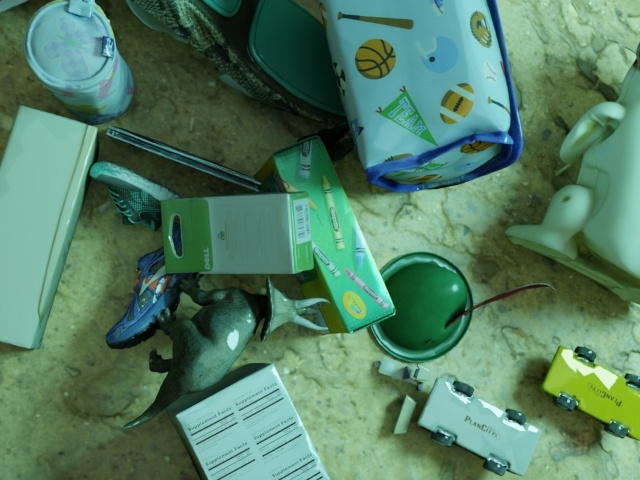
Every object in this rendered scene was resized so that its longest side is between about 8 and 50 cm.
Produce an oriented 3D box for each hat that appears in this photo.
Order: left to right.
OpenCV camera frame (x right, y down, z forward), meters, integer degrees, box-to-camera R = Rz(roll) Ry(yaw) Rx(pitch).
[{"bbox_3d":[0.190,0.087,1.352,0.208,0.183,0.173,-43,94,-14],"label":"hat"}]

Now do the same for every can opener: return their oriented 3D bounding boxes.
[{"bbox_3d":[0.019,-0.142,1.339,0.073,0.186,0.059,-22,97,-16],"label":"can opener"}]

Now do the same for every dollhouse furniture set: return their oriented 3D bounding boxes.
[{"bbox_3d":[0.110,0.237,1.376,0.081,0.091,0.114,19,82,5],"label":"dollhouse furniture set"}]

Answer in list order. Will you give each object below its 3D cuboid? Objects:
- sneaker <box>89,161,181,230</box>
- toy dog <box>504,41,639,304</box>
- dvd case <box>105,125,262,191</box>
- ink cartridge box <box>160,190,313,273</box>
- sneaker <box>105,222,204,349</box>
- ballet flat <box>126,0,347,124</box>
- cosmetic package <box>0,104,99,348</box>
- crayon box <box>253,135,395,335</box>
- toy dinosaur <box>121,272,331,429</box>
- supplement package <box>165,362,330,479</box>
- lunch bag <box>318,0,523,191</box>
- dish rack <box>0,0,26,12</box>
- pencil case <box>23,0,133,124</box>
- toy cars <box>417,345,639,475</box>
[{"bbox_3d":[-0.272,-0.059,1.289,0.166,0.065,0.076,27,90,-52],"label":"sneaker"},{"bbox_3d":[0.512,-0.132,1.361,0.285,0.395,0.408,25,87,0],"label":"toy dog"},{"bbox_3d":[-0.196,-0.120,1.295,0.221,0.164,0.018,21,93,-10],"label":"dvd case"},{"bbox_3d":[-0.117,-0.010,1.248,0.209,0.062,0.109,-1,96,26],"label":"ink cartridge box"},{"bbox_3d":[-0.243,0.066,1.315,0.087,0.083,0.221,35,71,6],"label":"sneaker"},{"bbox_3d":[-0.141,-0.316,1.307,0.483,0.182,0.164,34,60,-35],"label":"ballet flat"},{"bbox_3d":[-0.403,-0.012,1.236,0.113,0.160,0.309,15,81,-11],"label":"cosmetic package"},{"bbox_3d":[0.000,0.000,1.327,0.081,0.165,0.278,-23,89,-15],"label":"crayon box"},{"bbox_3d":[-0.154,0.135,1.221,0.313,0.160,0.121,-38,120,-26],"label":"toy dinosaur"},{"bbox_3d":[-0.102,0.294,1.251,0.149,0.194,0.203,-26,89,-16],"label":"supplement package"},{"bbox_3d":[0.152,-0.245,1.287,0.239,0.385,0.327,-13,85,10],"label":"lunch bag"},{"bbox_3d":[-0.443,-0.513,1.307,0.286,0.072,0.332,-24,89,-1],"label":"dish rack"},{"bbox_3d":[-0.324,-0.240,1.225,0.113,0.273,0.124,1,86,-6],"label":"pencil case"},{"bbox_3d":[0.339,0.269,1.421,0.394,0.087,0.176,-13,81,-11],"label":"toy cars"}]
